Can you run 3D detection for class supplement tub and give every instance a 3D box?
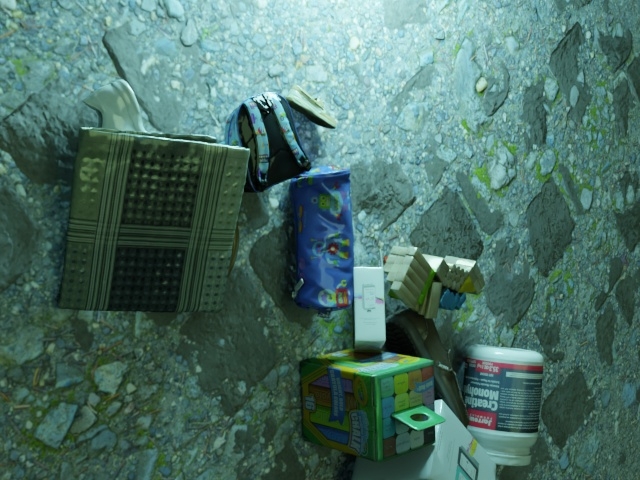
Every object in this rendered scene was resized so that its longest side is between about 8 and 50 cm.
[{"bbox_3d":[0.443,0.400,2.103,0.191,0.191,0.272,10,84,-42],"label":"supplement tub"}]

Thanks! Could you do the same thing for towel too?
[{"bbox_3d":[-0.285,-0.031,1.473,0.312,0.056,0.324,4,106,-32],"label":"towel"}]

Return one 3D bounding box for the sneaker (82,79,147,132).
[{"bbox_3d":[-0.341,-0.164,1.478,0.094,0.080,0.212,-28,108,-20],"label":"sneaker"}]

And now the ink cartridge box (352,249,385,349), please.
[{"bbox_3d":[0.100,0.127,1.820,0.067,0.115,0.198,0,73,0],"label":"ink cartridge box"}]

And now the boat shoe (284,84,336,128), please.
[{"bbox_3d":[-0.013,-0.276,1.771,0.135,0.050,0.045,30,77,-38],"label":"boat shoe"}]

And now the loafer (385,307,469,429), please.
[{"bbox_3d":[0.270,0.305,1.984,0.130,0.134,0.365,-38,116,-34],"label":"loafer"}]

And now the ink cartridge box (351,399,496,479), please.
[{"bbox_3d":[0.234,0.518,1.884,0.270,0.198,0.197,51,39,-31],"label":"ink cartridge box"}]

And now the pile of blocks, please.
[{"bbox_3d":[0.238,0.097,1.955,0.362,0.113,0.148,11,90,-50],"label":"pile of blocks"}]

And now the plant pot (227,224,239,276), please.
[{"bbox_3d":[-0.241,-0.002,1.588,0.236,0.032,0.236,-1,91,-42],"label":"plant pot"}]

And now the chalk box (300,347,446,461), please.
[{"bbox_3d":[0.118,0.332,1.745,0.180,0.289,0.179,-6,94,-42],"label":"chalk box"}]

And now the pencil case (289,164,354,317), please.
[{"bbox_3d":[0.000,0.000,1.746,0.133,0.119,0.306,-3,93,-28],"label":"pencil case"}]

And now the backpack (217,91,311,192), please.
[{"bbox_3d":[-0.119,-0.190,1.634,0.158,0.117,0.173,-28,110,-38],"label":"backpack"}]
